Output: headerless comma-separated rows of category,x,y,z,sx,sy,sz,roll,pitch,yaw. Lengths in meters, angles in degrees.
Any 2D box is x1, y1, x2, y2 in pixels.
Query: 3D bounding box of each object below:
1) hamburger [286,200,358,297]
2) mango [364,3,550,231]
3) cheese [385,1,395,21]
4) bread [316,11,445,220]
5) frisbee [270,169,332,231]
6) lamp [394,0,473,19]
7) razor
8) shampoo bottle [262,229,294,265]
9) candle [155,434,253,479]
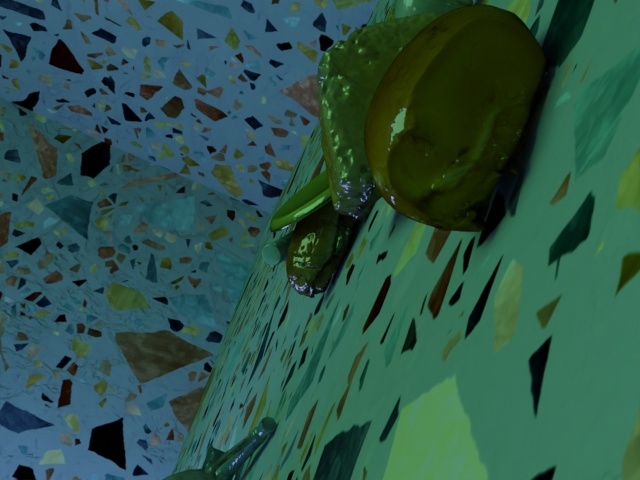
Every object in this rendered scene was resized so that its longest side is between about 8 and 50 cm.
hamburger,0.003,-0.005,1.655,0.102,0.087,0.176,130,165,-76
mango,0.115,-0.121,0.930,0.154,0.126,0.252,-45,19,43
cheese,0.144,-0.334,1.748,0.270,0.069,0.177,-93,26,-70
bread,0.073,-0.162,1.316,0.262,0.162,0.204,-54,-8,-12
frisbee,0.013,-0.089,1.683,0.236,0.017,0.236,-35,10,7
lamp,0.138,-0.265,1.442,0.106,0.106,0.193,-89,14,-75
razor,-0.125,0.331,1.682,0.232,0.068,0.106,-53,14,46
shampoo bottle,-0.029,0.001,1.755,0.190,0.041,0.069,-27,-37,-56
candle,-0.184,0.389,1.382,0.187,0.187,0.330,137,157,-75
